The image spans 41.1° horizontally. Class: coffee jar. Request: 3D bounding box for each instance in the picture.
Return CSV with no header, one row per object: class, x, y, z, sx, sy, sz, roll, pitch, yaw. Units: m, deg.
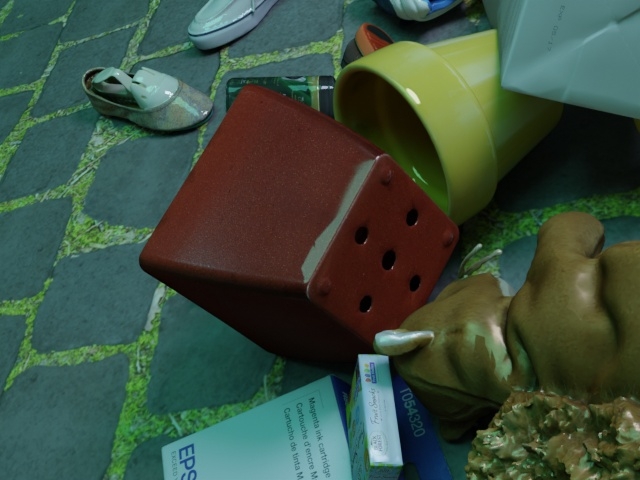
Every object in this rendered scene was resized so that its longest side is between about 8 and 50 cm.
coffee jar,-0.057,-0.224,1.373,0.184,0.079,0.096,-1,16,3

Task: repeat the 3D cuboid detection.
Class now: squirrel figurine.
squirrel figurine,0.232,0.144,0.828,0.370,0.281,0.397,-10,46,30

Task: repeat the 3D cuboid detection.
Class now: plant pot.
plant pot,0.184,-0.165,1.147,0.239,0.254,0.254,-29,42,-19
plant pot,0.000,0.000,1.020,0.236,0.267,0.267,15,71,47

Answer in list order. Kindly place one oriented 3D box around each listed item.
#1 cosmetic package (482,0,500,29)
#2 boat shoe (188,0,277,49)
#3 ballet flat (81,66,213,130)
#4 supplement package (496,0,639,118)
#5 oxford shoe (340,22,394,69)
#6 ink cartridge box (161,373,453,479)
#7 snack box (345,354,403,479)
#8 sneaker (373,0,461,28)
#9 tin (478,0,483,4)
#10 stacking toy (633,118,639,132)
cosmetic package,0.383,-0.374,1.278,0.224,0.138,0.224,-30,44,4
boat shoe,-0.137,-0.541,1.690,0.367,0.156,0.136,-40,45,-8
ballet flat,-0.342,-0.276,1.611,0.316,0.106,0.107,11,59,35
supplement package,0.328,-0.295,0.996,0.198,0.199,0.263,13,34,2
oxford shoe,0.096,-0.222,1.358,0.098,0.097,0.271,-46,41,35
ink cartridge box,-0.012,0.316,0.950,0.330,0.071,0.324,-26,44,8
snack box,0.055,0.206,0.914,0.037,0.100,0.141,2,43,-6
sneaker,0.231,-0.499,1.470,0.323,0.130,0.236,-41,44,-6
tin,0.310,-0.473,1.431,0.040,0.106,0.190,32,65,-1
stacking toy,0.552,-0.142,1.043,0.309,0.130,0.279,-1,26,25
